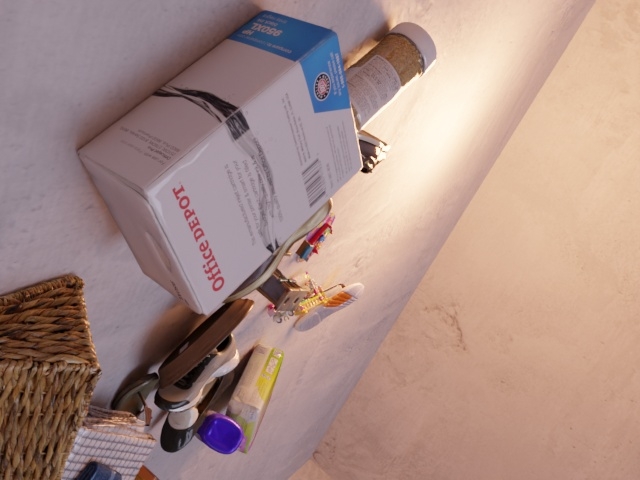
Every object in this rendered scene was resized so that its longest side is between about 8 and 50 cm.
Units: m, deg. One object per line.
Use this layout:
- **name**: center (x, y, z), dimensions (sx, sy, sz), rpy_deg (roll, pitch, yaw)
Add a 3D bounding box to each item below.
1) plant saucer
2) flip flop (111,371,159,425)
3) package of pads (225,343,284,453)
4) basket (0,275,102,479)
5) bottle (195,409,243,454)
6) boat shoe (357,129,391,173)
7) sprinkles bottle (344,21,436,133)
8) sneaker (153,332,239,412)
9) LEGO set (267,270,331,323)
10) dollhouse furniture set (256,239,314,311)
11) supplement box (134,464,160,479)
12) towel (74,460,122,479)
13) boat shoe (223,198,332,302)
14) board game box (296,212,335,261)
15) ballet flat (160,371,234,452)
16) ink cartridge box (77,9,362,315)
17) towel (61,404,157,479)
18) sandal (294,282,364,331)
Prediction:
- **plant saucer**: center (-0.259, 0.218, 1.637), dimensions (0.278, 0.041, 0.278), rpy_deg (-41, -173, 6)
- **flip flop**: center (-0.427, 0.409, 1.665), dimensions (0.277, 0.080, 0.112), rpy_deg (-60, 161, 16)
- **package of pads**: center (-0.211, 0.483, 2.228), dimensions (0.296, 0.101, 0.229), rpy_deg (107, 6, -46)
- **basket**: center (-0.487, 0.218, 1.132), dimensions (0.214, 0.223, 0.299), rpy_deg (8, 123, -32)
- **bottle**: center (-0.295, 0.527, 2.061), dimensions (0.092, 0.118, 0.283), rpy_deg (-59, -170, -16)
- **boat shoe**: center (0.082, -0.212, 1.730), dimensions (0.096, 0.117, 0.324), rpy_deg (-60, 167, 10)
- **sprinkles bottle**: center (0.096, -0.317, 1.545), dimensions (0.355, 0.121, 0.121), rpy_deg (-45, 161, -25)
- **sneaker**: center (-0.304, 0.312, 1.799), dimensions (0.271, 0.100, 0.107), rpy_deg (-41, 145, -44)
- **LEGO set**: center (-0.048, 0.148, 2.168), dimensions (0.132, 0.107, 0.287), rpy_deg (-23, 180, 24)
- **dollhouse furniture set**: center (-0.081, 0.061, 1.801), dimensions (0.183, 0.129, 0.129), rpy_deg (-55, 162, 8)
- **supplement box**: center (-0.536, 0.703, 1.960), dimensions (0.233, 0.080, 0.078), rpy_deg (-48, 161, -21)
- **towel**: center (-0.426, 0.469, 1.428), dimensions (0.067, 0.029, 0.119), rpy_deg (-54, 152, -18)
- **boat shoe**: center (-0.130, -0.013, 1.608), dimensions (0.342, 0.123, 0.123), rpy_deg (-42, 132, 0)
- **board game box**: center (0.000, 0.000, 2.054), dimensions (0.133, 0.033, 0.168), rpy_deg (-24, 147, -57)
- **ballet flat**: center (-0.332, 0.418, 1.932), dimensions (0.280, 0.095, 0.096), rpy_deg (-55, 156, -30)
- **ink cartridge box**: center (-0.133, -0.124, 1.153), dimensions (0.395, 0.166, 0.285), rpy_deg (-45, 144, -25)
- **towel**: center (-0.484, 0.446, 1.474), dimensions (0.235, 0.121, 0.284), rpy_deg (-59, 154, -5)
- **sandal**: center (0.016, 0.199, 2.428), dimensions (0.265, 0.076, 0.102), rpy_deg (-33, 147, 2)
